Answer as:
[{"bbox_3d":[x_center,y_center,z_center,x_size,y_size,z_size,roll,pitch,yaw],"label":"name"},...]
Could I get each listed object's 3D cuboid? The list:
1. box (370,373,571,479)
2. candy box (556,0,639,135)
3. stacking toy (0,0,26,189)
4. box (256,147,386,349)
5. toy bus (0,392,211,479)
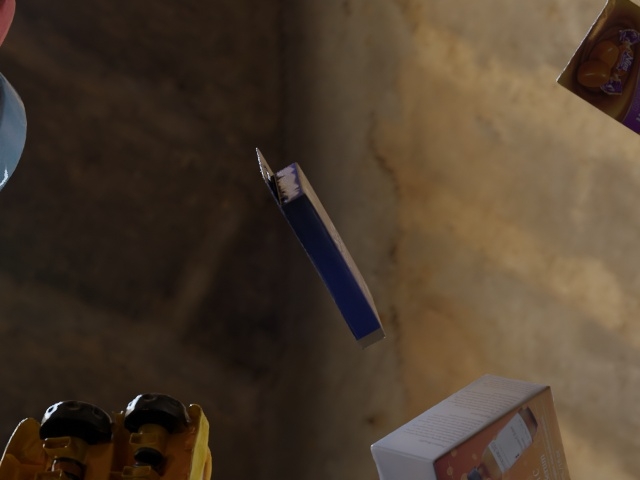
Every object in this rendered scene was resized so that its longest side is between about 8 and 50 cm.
[{"bbox_3d":[0.151,0.227,1.948,0.091,0.170,0.130,8,-61,49],"label":"box"},{"bbox_3d":[0.342,-0.152,1.983,0.186,0.109,0.053,35,9,19],"label":"candy box"},{"bbox_3d":[-0.265,-0.131,1.171,0.309,0.279,0.130,18,-27,32],"label":"stacking toy"},{"bbox_3d":[0.000,0.000,2.186,0.225,0.036,0.136,59,4,-17],"label":"box"},{"bbox_3d":[-0.197,0.279,2.067,0.220,0.149,0.211,-9,-46,20],"label":"toy bus"}]
